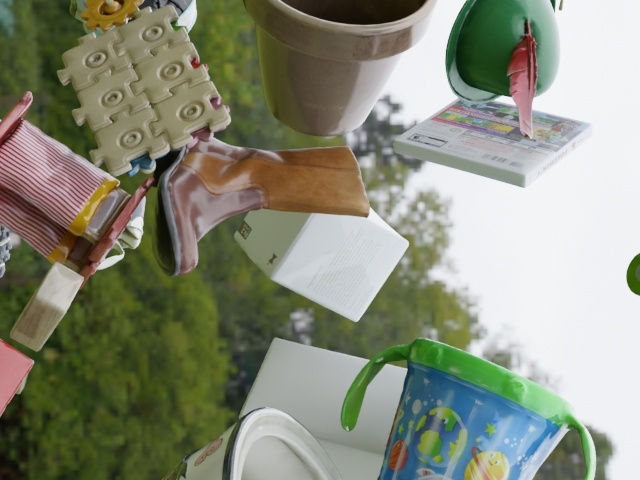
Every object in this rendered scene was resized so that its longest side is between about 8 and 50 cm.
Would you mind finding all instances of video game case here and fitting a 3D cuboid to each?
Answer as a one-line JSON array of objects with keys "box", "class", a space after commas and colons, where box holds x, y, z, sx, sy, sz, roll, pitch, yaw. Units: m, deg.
[{"box": [0.228, -0.135, 1.876, 0.201, 0.183, 0.023, 18, -55, 33], "class": "video game case"}]

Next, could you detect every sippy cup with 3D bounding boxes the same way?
[{"box": [0.185, 0.275, 1.860, 0.305, 0.240, 0.224, 12, -105, 57], "class": "sippy cup"}]

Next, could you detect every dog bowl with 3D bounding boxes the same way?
[{"box": [-0.068, 0.422, 1.762, 0.408, 0.150, 0.408, 55, 21, -34], "class": "dog bowl"}]

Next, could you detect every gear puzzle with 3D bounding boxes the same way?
[{"box": [-0.235, -0.209, 1.783, 0.044, 0.175, 0.339, 68, -5, -51], "class": "gear puzzle"}]

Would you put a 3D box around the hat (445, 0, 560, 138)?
[{"box": [0.255, -0.193, 1.578, 0.183, 0.208, 0.173, 35, -5, 39], "class": "hat"}]

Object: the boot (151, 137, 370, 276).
[{"box": [-0.077, -0.040, 1.841, 0.264, 0.280, 0.096, -102, -160, -56], "class": "boot"}]

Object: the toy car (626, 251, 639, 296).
[{"box": [0.406, 0.123, 1.519, 0.149, 0.155, 0.188, 12, -95, 57], "class": "toy car"}]

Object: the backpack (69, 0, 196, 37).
[{"box": [-0.294, -0.383, 2.293, 0.166, 0.188, 0.144, -51, 161, -28], "class": "backpack"}]

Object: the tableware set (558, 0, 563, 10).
[{"box": [0.345, -0.435, 2.246, 0.154, 0.104, 0.024, 89, 16, -45], "class": "tableware set"}]

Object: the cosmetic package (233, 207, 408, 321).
[{"box": [0.000, 0.000, 2.152, 0.151, 0.183, 0.151, -56, -144, 8], "class": "cosmetic package"}]

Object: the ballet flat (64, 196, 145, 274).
[{"box": [-0.343, -0.002, 2.363, 0.203, 0.074, 0.074, -42, 152, -41], "class": "ballet flat"}]

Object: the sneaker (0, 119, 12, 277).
[{"box": [-0.497, -0.038, 1.964, 0.110, 0.122, 0.283, -1, 107, -65], "class": "sneaker"}]

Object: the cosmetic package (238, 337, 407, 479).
[{"box": [0.085, 0.290, 2.129, 0.197, 0.365, 0.155, 73, 36, -55], "class": "cosmetic package"}]

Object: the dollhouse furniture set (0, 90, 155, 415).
[{"box": [-0.381, 0.029, 1.710, 0.152, 0.201, 0.374, -48, -168, 50], "class": "dollhouse furniture set"}]

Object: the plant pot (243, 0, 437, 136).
[{"box": [0.014, -0.271, 1.926, 0.263, 0.263, 0.229, -103, -163, -46], "class": "plant pot"}]
